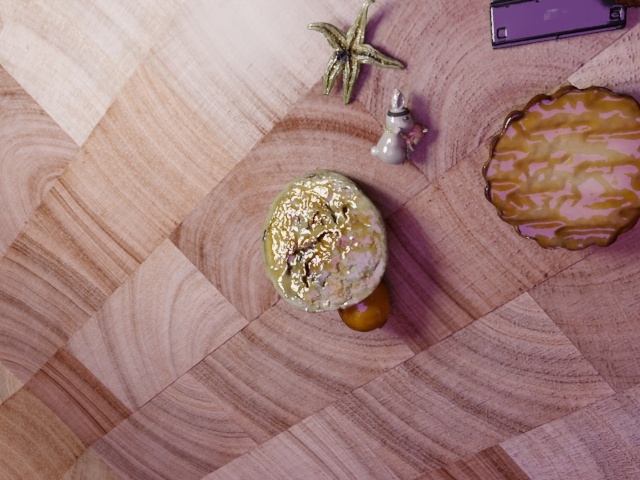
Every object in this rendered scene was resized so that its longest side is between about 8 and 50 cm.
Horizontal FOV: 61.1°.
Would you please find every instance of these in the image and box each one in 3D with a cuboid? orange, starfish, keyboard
[{"bbox_3d":[0.106,0.142,1.305,0.134,0.155,0.154,-22,111,-16],"label":"orange"},{"bbox_3d":[0.069,-0.386,1.116,0.217,0.050,0.223,24,132,1],"label":"starfish"},{"bbox_3d":[0.428,-0.409,0.987,0.230,0.025,0.093,-2,112,21],"label":"keyboard"}]

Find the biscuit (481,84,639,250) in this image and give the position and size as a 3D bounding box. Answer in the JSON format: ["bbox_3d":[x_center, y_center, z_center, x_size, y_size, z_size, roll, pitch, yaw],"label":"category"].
[{"bbox_3d":[0.483,-0.139,1.053,0.326,0.107,0.325,6,116,13],"label":"biscuit"}]

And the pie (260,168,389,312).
[{"bbox_3d":[0.000,0.000,1.240,0.339,0.077,0.338,-1,86,24],"label":"pie"}]

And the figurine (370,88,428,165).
[{"bbox_3d":[0.173,-0.238,1.147,0.098,0.081,0.146,3,120,-31],"label":"figurine"}]

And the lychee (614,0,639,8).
[{"bbox_3d":[0.527,-0.461,0.842,0.195,0.194,0.194,8,117,16],"label":"lychee"}]
